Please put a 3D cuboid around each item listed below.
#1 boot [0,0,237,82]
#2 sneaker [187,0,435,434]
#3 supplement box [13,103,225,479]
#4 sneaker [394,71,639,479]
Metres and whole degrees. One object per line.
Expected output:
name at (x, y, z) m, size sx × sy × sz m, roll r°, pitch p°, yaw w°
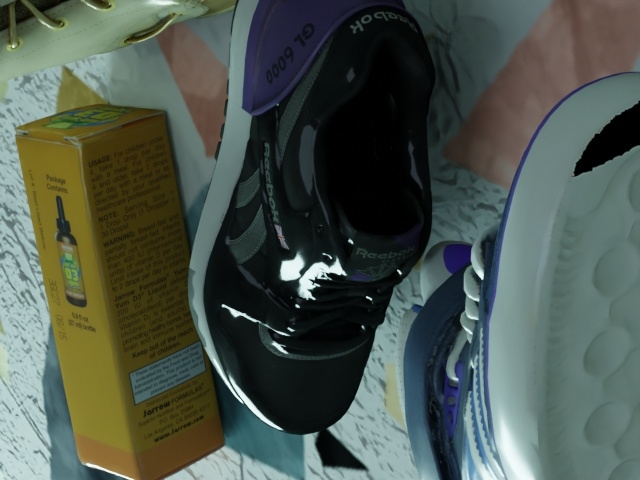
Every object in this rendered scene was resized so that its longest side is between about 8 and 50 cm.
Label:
boot at (-0.149, -0.141, 0.987) m, size 0.262 × 0.203 × 0.095 m, roll -10°, pitch 101°, yaw 54°
sneaker at (0.000, 0.000, 0.931) m, size 0.124 × 0.107 × 0.283 m, roll -127°, pitch 33°, yaw -53°
supplement box at (-0.127, 0.033, 1.159) m, size 0.078 × 0.080 × 0.233 m, roll 12°, pitch 119°, yaw 47°
sneaker at (0.089, 0.034, 0.802) m, size 0.236 × 0.130 × 0.323 m, roll 46°, pitch 156°, yaw 50°
